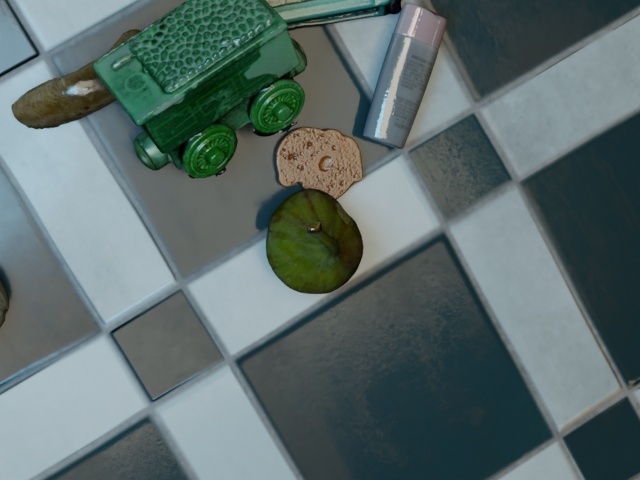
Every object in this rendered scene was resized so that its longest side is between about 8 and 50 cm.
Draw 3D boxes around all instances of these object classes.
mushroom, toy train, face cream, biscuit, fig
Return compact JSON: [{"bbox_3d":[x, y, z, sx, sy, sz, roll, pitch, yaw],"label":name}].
[{"bbox_3d":[-0.313,-0.209,1.749,0.209,0.094,0.072,-33,98,-10],"label":"mushroom"},{"bbox_3d":[-0.144,-0.206,1.712,0.266,0.202,0.145,-35,56,-7],"label":"toy train"},{"bbox_3d":[0.118,-0.232,1.839,0.084,0.057,0.198,17,92,-45],"label":"face cream"},{"bbox_3d":[-0.001,-0.111,1.851,0.130,0.019,0.102,10,93,-11],"label":"biscuit"},{"bbox_3d":[0.000,0.000,1.750,0.149,0.245,0.149,0,89,-8],"label":"fig"}]

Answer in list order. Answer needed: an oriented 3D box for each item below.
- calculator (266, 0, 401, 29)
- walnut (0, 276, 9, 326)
[{"bbox_3d":[-0.024,-0.431,1.795,0.248,0.058,0.274,-12,97,-10],"label":"calculator"},{"bbox_3d":[-0.498,0.076,1.720,0.162,0.140,0.140,13,93,3],"label":"walnut"}]
